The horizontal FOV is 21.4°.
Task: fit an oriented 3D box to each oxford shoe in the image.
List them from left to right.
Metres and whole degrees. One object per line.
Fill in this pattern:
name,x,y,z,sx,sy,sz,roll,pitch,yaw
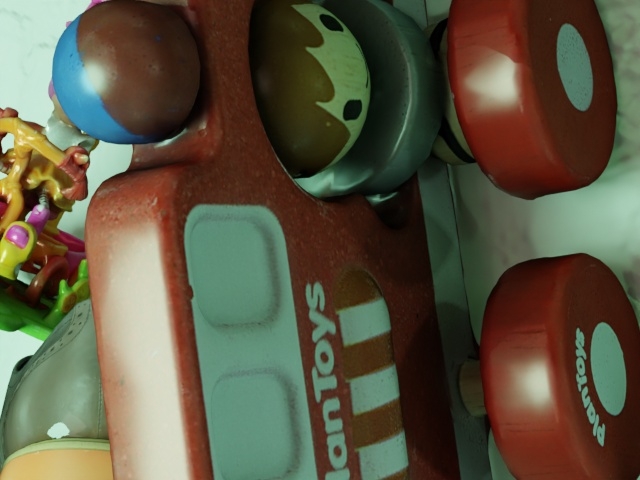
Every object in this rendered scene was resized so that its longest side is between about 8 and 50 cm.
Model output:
oxford shoe,-0.108,0.109,0.765,0.271,0.097,0.098,127,148,-61

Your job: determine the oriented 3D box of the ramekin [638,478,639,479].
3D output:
ramekin,0.172,0.195,0.568,0.127,0.273,0.273,39,116,-22

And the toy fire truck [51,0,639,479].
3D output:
toy fire truck,0.000,0.000,0.654,0.169,0.254,0.302,-9,86,29

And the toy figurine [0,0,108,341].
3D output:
toy figurine,-0.120,-0.041,0.790,0.130,0.173,0.159,26,91,15
